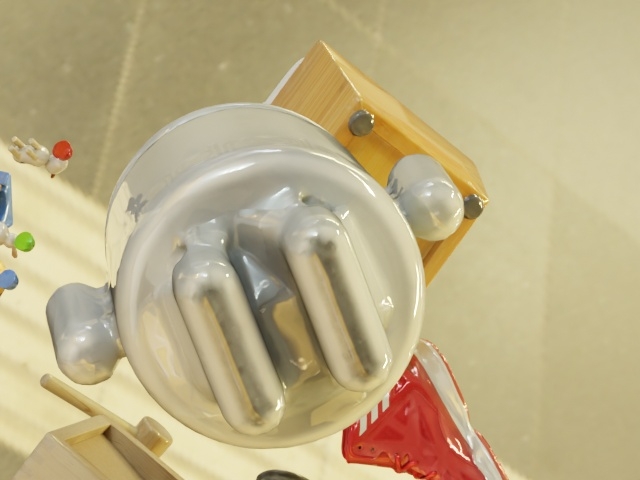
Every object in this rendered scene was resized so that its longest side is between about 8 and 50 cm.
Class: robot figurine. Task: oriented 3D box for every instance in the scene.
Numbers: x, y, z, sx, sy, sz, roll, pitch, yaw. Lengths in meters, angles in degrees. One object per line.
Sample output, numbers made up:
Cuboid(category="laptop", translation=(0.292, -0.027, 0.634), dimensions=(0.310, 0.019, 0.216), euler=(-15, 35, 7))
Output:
Cuboid(category="robot figurine", translation=(-0.044, 0.016, 1.270), dimensions=(0.353, 0.300, 0.200), euler=(-127, -160, -74))

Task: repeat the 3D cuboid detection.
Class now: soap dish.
Cuboid(category="soap dish", translation=(0.000, 0.000, 1.679), dimensions=(0.229, 0.118, 0.291), euler=(36, 91, -37))

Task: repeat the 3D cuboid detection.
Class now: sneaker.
Cuboid(category="sneaker", translation=(0.093, 0.215, 1.750), dimensions=(0.128, 0.087, 0.221), euler=(-24, 76, -14))

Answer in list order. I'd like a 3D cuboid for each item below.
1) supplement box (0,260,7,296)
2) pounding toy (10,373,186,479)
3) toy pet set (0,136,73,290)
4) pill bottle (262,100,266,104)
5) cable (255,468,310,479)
Cuboid(category="supplement box", translation=(-0.403, 0.037, 1.634), dimensions=(0.129, 0.194, 0.191), euler=(-10, 54, -47))
Cuboid(category="pounding toy", translation=(-0.179, 0.196, 1.473), dimensions=(0.181, 0.094, 0.206), euler=(39, 9, 10))
Cuboid(category="toy pet set", translation=(-0.239, -0.015, 1.402), dimensions=(0.122, 0.114, 0.065), euler=(-68, 151, -18))
Cuboid(category="pill bottle", translation=(-0.011, -0.052, 1.835), dimensions=(0.184, 0.103, 0.103), euler=(60, 39, -10))
Cuboid(category="cable", translation=(-0.003, 0.323, 1.934), dimensions=(0.287, 0.139, 0.072), euler=(81, 24, -64))
